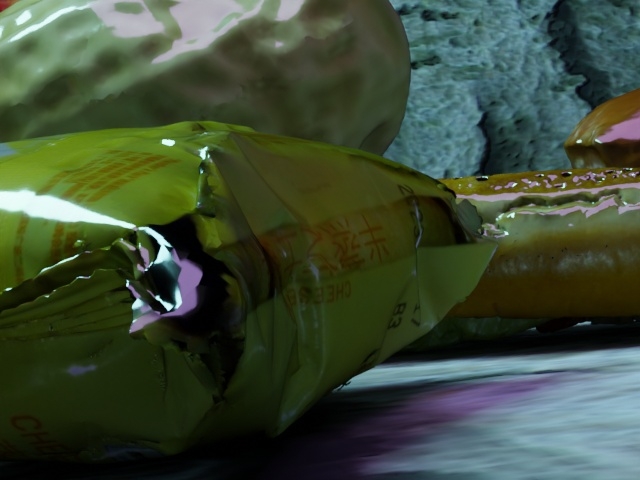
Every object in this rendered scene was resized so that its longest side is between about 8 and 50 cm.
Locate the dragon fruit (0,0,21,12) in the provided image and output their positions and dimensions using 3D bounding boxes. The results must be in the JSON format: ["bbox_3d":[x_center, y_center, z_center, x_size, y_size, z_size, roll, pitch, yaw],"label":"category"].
[{"bbox_3d":[-0.297,-0.079,1.443,0.386,0.249,0.371,-11,-20,38],"label":"dragon fruit"}]

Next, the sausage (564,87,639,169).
[{"bbox_3d":[0.290,-0.051,1.024,0.348,0.094,0.097,-6,15,-21],"label":"sausage"}]

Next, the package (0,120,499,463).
[{"bbox_3d":[-0.051,0.013,0.539,0.168,0.090,0.226,-2,7,25],"label":"package"}]

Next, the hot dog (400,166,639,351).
[{"bbox_3d":[0.063,0.006,0.686,0.235,0.062,0.092,-3,4,23],"label":"hot dog"}]

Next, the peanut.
[{"bbox_3d":[-0.111,-0.037,0.862,0.325,0.153,0.140,-18,9,17],"label":"peanut"}]
